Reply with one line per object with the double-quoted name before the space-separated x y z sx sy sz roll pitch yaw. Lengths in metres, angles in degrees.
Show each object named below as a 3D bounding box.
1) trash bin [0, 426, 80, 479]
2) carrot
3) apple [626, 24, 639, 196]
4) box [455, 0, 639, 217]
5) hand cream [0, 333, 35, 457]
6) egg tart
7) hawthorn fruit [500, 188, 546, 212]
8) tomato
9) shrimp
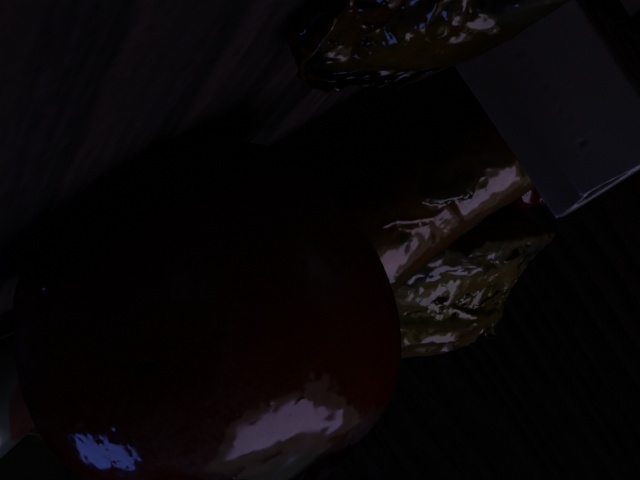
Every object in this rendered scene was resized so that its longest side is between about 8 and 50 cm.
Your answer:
"trash bin" -0.329 0.234 1.210 0.243 0.121 0.247 -10 163 -26
"carrot" 0.000 0.000 0.963 0.302 0.138 0.139 -32 176 -7
"apple" 0.480 -0.157 1.625 0.348 0.277 0.348 -32 176 -3
"box" 0.152 -0.097 0.874 0.081 0.135 0.199 -34 176 22
"hand cream" -0.165 0.066 1.017 0.124 0.077 0.341 -36 179 41
"egg tart" 0.087 0.049 1.584 0.352 0.150 0.352 -9 -178 0
"hawthorn fruit" 0.206 -0.087 1.558 0.128 0.128 0.128 -32 176 -2
"tomato" -0.057 0.055 0.786 0.208 0.184 0.208 -32 178 -1
"shrimp" 0.090 -0.122 0.589 0.117 0.066 0.262 -28 173 -46
